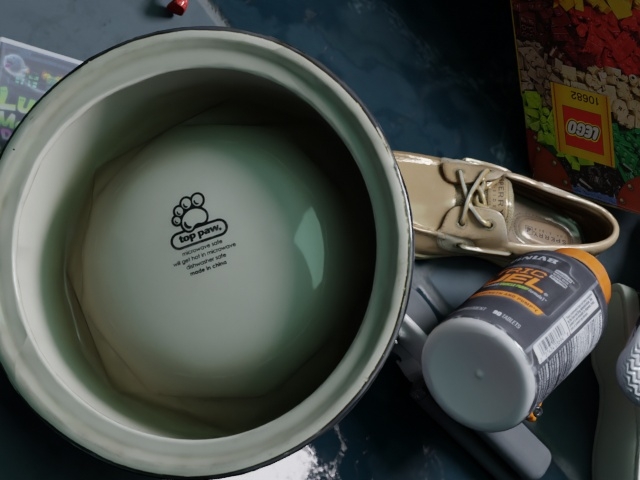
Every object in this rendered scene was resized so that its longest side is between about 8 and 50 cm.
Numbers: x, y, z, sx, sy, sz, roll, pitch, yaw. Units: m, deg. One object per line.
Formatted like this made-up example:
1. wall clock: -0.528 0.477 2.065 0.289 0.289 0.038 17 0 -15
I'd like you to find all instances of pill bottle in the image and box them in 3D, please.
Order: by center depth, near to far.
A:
1. pill bottle: 0.216 0.091 1.873 0.130 0.130 0.246 56 39 -1

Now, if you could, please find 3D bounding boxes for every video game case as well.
1. video game case: -0.248 -0.101 1.807 0.190 0.022 0.173 15 65 -25

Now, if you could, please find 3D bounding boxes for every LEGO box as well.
1. LEGO box: 0.442 -0.318 2.081 0.500 0.193 0.372 -38 131 -34

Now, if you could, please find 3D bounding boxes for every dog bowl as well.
1. dog bowl: -0.102 0.017 1.665 0.408 0.150 0.408 -2 83 12

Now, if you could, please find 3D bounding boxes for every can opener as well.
1. can opener: 0.140 0.146 1.912 0.280 0.074 0.093 48 55 -7

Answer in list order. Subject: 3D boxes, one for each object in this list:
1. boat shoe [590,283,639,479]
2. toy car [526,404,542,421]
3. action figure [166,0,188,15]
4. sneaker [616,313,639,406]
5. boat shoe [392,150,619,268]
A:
1. boat shoe: 0.362 0.197 2.002 0.091 0.109 0.305 13 62 -21
2. toy car: 0.214 0.149 1.962 0.040 0.122 0.060 21 105 -18
3. action figure: -0.118 -0.379 1.956 0.091 0.139 0.280 35 81 -18
4. sneaker: 0.434 0.046 1.994 0.137 0.210 0.366 41 76 -5
5. boat shoe: 0.170 -0.041 1.975 0.341 0.110 0.121 11 67 -27
